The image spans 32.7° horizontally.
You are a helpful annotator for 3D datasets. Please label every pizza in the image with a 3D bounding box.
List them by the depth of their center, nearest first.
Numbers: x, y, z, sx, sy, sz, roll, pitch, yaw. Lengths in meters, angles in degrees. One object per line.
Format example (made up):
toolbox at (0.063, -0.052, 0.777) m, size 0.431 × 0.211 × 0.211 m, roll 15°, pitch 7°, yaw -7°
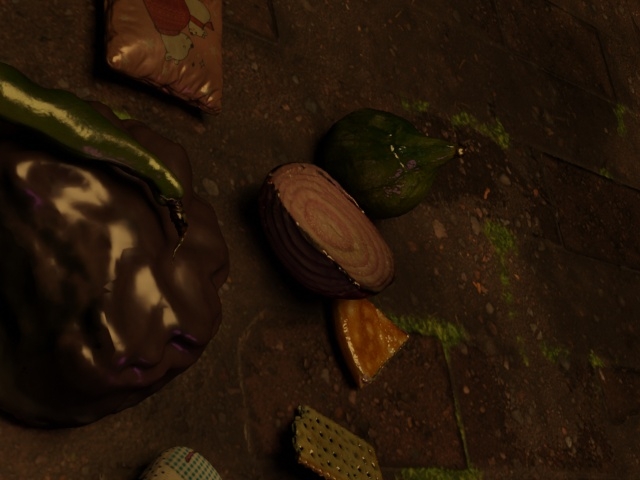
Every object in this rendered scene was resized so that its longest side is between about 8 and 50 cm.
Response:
pizza at (0.078, 0.144, 1.778) m, size 0.176 × 0.036 × 0.184 m, roll -3°, pitch 67°, yaw -52°

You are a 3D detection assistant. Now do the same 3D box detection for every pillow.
pillow at (-0.237, -0.317, 1.658) m, size 0.236 × 0.084 × 0.223 m, roll 17°, pitch 56°, yaw -44°

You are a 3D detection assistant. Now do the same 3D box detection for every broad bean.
broad bean at (-0.262, -0.107, 1.214) m, size 0.318 × 0.056 × 0.098 m, roll 40°, pitch 40°, yaw -21°

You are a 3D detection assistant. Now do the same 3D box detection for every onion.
onion at (0.000, 0.000, 1.726) m, size 0.250 × 0.111 × 0.247 m, roll 50°, pitch 22°, yaw 5°

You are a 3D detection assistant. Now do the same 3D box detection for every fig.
fig at (0.131, -0.149, 1.851) m, size 0.203 × 0.235 × 0.203 m, roll 22°, pitch 58°, yaw -40°

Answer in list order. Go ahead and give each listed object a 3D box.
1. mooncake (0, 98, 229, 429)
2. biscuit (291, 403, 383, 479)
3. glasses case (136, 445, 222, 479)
mooncake at (-0.278, 0.013, 1.334) m, size 0.381 × 0.212 × 0.350 m, roll 59°, pitch 32°, yaw -7°
biscuit at (0.025, 0.310, 1.594) m, size 0.203 × 0.016 × 0.144 m, roll 36°, pitch 22°, yaw -32°
glasses case at (-0.207, 0.383, 1.284) m, size 0.125 × 0.076 × 0.327 m, roll 50°, pitch 40°, yaw -18°
